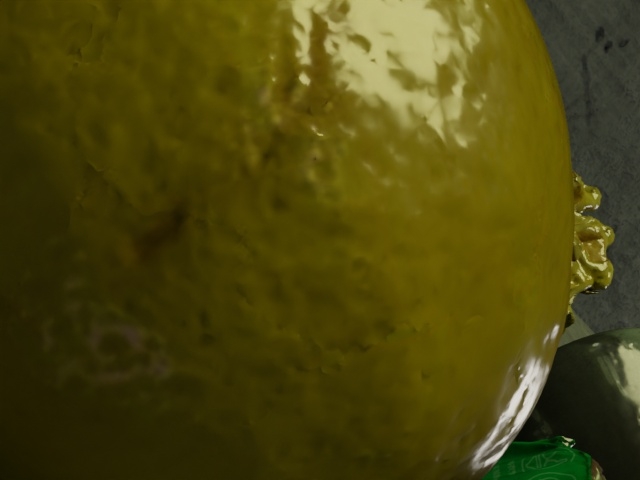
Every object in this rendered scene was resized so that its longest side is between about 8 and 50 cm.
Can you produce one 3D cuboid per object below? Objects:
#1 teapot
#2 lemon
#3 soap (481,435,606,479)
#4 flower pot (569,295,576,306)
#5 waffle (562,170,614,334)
[{"bbox_3d":[0.256,0.268,1.732,0.223,0.305,0.285,-6,55,-34],"label":"teapot"},{"bbox_3d":[-0.051,-0.017,0.846,0.348,0.348,0.348,48,9,-11],"label":"lemon"},{"bbox_3d":[0.156,0.248,1.265,0.273,0.098,0.218,-74,152,-72],"label":"soap"},{"bbox_3d":[0.116,0.054,1.834,0.179,0.195,0.195,37,10,-4],"label":"flower pot"},{"bbox_3d":[0.110,-0.008,1.728,0.312,0.060,0.307,21,53,-1],"label":"waffle"}]
